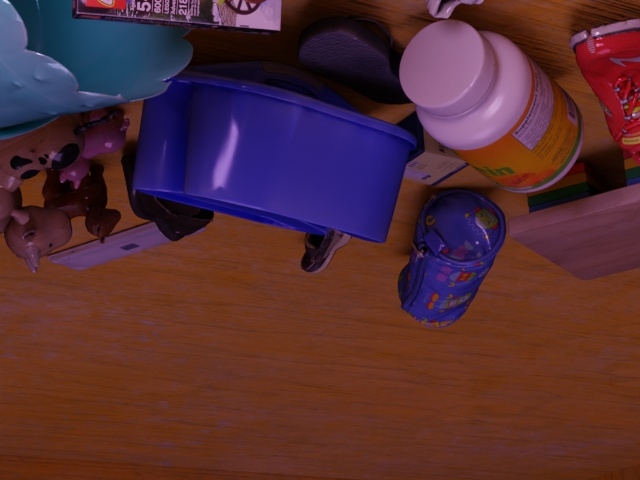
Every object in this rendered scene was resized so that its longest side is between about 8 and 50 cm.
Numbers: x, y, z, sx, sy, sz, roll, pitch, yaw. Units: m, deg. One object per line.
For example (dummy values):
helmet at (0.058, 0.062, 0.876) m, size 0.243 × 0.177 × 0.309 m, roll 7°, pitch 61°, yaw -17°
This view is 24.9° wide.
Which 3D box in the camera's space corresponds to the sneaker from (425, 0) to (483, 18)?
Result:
sneaker at (0.160, -0.267, 1.431) m, size 0.054 × 0.061 × 0.152 m, roll 15°, pitch 151°, yaw -36°

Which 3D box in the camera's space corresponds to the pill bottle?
pill bottle at (0.189, -0.153, 1.625) m, size 0.136 × 0.136 × 0.246 m, roll -15°, pitch 156°, yaw 28°

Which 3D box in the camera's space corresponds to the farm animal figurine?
farm animal figurine at (-0.383, -0.057, 1.747) m, size 0.327 × 0.172 × 0.330 m, roll -3°, pitch 159°, yaw 0°

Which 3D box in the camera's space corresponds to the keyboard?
keyboard at (-0.290, 0.005, 2.153) m, size 0.256 × 0.014 × 0.072 m, roll -16°, pitch 161°, yaw 31°

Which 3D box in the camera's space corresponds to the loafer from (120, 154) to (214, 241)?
loafer at (-0.198, -0.066, 1.904) m, size 0.078 × 0.080 × 0.220 m, roll -17°, pitch 162°, yaw 9°

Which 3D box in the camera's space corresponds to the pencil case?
pencil case at (0.184, 0.031, 2.127) m, size 0.133 × 0.119 × 0.306 m, roll -24°, pitch 162°, yaw -13°

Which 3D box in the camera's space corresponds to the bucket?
bucket at (-0.253, -0.223, 1.219) m, size 0.183 × 0.281 × 0.281 m, roll -13°, pitch 157°, yaw 33°

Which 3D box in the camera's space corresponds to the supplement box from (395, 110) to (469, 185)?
supplement box at (0.133, -0.115, 1.828) m, size 0.083 × 0.056 × 0.083 m, roll 10°, pitch 155°, yaw -31°

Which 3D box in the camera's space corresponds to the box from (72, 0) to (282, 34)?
box at (-0.105, -0.281, 1.117) m, size 0.159 × 0.233 × 0.044 m, roll 2°, pitch -178°, yaw -15°

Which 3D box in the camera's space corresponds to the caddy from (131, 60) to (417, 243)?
caddy at (-0.050, -0.112, 1.653) m, size 0.341 × 0.179 × 0.241 m, roll 14°, pitch 176°, yaw -38°

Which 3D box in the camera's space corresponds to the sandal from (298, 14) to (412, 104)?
sandal at (0.046, -0.206, 1.604) m, size 0.097 × 0.054 × 0.254 m, roll -3°, pitch 170°, yaw 21°

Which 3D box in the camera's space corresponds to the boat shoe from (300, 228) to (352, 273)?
boat shoe at (0.000, 0.000, 2.126) m, size 0.049 × 0.056 × 0.152 m, roll 11°, pitch 146°, yaw -21°

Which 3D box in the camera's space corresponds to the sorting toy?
sorting toy at (0.426, -0.044, 2.011) m, size 0.257 × 0.089 × 0.255 m, roll -16°, pitch 156°, yaw 30°

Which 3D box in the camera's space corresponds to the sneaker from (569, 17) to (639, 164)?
sneaker at (0.362, -0.163, 1.648) m, size 0.107 × 0.118 × 0.279 m, roll -13°, pitch 157°, yaw 23°
